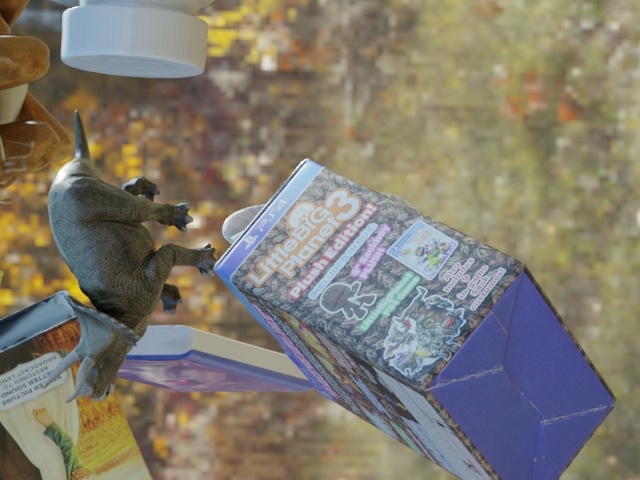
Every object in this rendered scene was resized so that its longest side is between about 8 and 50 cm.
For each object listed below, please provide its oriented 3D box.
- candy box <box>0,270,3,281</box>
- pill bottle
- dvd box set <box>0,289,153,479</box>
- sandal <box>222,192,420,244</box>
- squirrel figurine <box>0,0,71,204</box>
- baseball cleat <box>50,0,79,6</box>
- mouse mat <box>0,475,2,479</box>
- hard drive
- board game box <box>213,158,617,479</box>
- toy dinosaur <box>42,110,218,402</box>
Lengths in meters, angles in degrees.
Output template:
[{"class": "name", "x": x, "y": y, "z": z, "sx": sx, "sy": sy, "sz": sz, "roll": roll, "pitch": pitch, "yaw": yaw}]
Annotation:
[{"class": "candy box", "x": -0.458, "y": 0.124, "z": 2.313, "sx": 0.027, "sy": 0.105, "sz": 0.206, "roll": 8, "pitch": 83, "yaw": 56}, {"class": "pill bottle", "x": -0.122, "y": -0.230, "z": 1.342, "sx": 0.121, "sy": 0.121, "sz": 0.221, "roll": 133, "pitch": 141, "yaw": -85}, {"class": "dvd box set", "x": -0.334, "y": 0.289, "z": 2.080, "sx": 0.062, "sy": 0.307, "sz": 0.420, "roll": 52, "pitch": 163, "yaw": 54}, {"class": "sandal", "x": 0.006, "y": 0.006, "z": 2.273, "sx": 0.102, "sy": 0.265, "sz": 0.076, "roll": 46, "pitch": 133, "yaw": 43}, {"class": "squirrel figurine", "x": -0.502, "y": -0.139, "z": 2.232, "sx": 0.370, "sy": 0.397, "sz": 0.281, "roll": -83, "pitch": -4, "yaw": -56}, {"class": "baseball cleat", "x": -0.291, "y": -0.296, "z": 1.949, "sx": 0.109, "sy": 0.206, "sz": 0.072, "roll": 137, "pitch": 145, "yaw": -67}, {"class": "mouse mat", "x": -0.302, "y": 0.242, "z": 1.757, "sx": 0.152, "sy": 0.007, "sz": 0.190, "roll": -95, "pitch": -14, "yaw": -79}, {"class": "hard drive", "x": -0.168, "y": 0.145, "z": 2.322, "sx": 0.318, "sy": 0.210, "sz": 0.040, "roll": 23, "pitch": -113, "yaw": -62}, {"class": "board game box", "x": 0.086, "y": 0.087, "z": 1.751, "sx": 0.291, "sy": 0.141, "sz": 0.232, "roll": 28, "pitch": 163, "yaw": 44}, {"class": "toy dinosaur", "x": -0.208, "y": -0.002, "z": 1.926, "sx": 0.121, "sy": 0.160, "sz": 0.314, "roll": -28, "pitch": 71, "yaw": 44}]
